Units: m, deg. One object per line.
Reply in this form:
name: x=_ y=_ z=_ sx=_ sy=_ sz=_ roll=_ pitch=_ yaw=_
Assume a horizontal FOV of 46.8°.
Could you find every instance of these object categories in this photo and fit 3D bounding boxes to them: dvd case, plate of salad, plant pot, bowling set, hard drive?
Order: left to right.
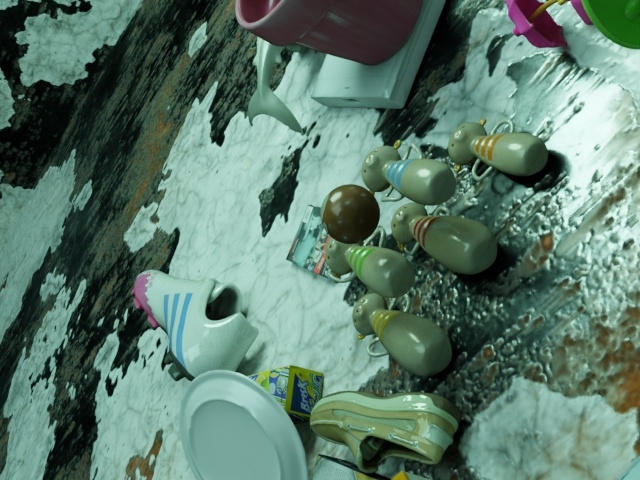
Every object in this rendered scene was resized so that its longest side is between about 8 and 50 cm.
plate of salad: x=-0.089 y=0.244 z=0.875 sx=0.200 sy=0.048 sz=0.199 roll=11 pitch=109 yaw=32
dvd case: x=0.000 y=0.000 z=0.991 sx=0.119 sy=0.013 sz=0.087 roll=19 pitch=87 yaw=57
plant pot: x=0.020 y=-0.316 z=0.925 sx=0.201 sy=0.180 sz=0.201 roll=-33 pitch=47 yaw=42
bowling set: x=0.071 y=-0.028 z=0.740 sx=0.287 sy=0.200 sz=0.154 roll=-62 pitch=31 yaw=0
hard drive: x=0.101 y=-0.332 z=1.025 sx=0.203 sy=0.040 sz=0.307 roll=18 pitch=87 yaw=58

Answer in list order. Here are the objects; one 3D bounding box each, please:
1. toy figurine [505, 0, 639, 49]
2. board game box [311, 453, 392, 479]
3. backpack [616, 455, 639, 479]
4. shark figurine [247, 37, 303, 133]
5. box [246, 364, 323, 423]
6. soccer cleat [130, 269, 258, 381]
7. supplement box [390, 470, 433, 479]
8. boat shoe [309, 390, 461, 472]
toy figurine: x=0.251 y=-0.247 z=0.700 sx=0.173 sy=0.130 sz=0.159 roll=-50 pitch=19 yaw=-13
board game box: x=0.025 y=0.347 z=0.708 sx=0.165 sy=0.042 sz=0.243 roll=0 pitch=71 yaw=56
backpack: x=0.226 y=0.214 z=0.402 sx=0.166 sy=0.144 sz=0.188 roll=-52 pitch=37 yaw=13
shark figurine: x=-0.040 y=-0.295 z=1.105 sx=0.278 sy=0.116 sz=0.166 roll=-77 pitch=-14 yaw=-47
box: x=-0.070 y=0.202 z=0.930 sx=0.169 sy=0.054 sz=0.059 roll=-25 pitch=51 yaw=48
soccer cleat: x=-0.188 y=0.107 z=1.133 sx=0.143 sy=0.116 sz=0.331 roll=-49 pitch=35 yaw=-1
supplement box: x=0.099 y=0.236 z=0.614 sx=0.036 sy=0.098 sz=0.062 roll=-48 pitch=35 yaw=22
boat shoe: x=0.049 y=0.192 z=0.731 sx=0.190 sy=0.068 sz=0.072 roll=-20 pitch=37 yaw=50
